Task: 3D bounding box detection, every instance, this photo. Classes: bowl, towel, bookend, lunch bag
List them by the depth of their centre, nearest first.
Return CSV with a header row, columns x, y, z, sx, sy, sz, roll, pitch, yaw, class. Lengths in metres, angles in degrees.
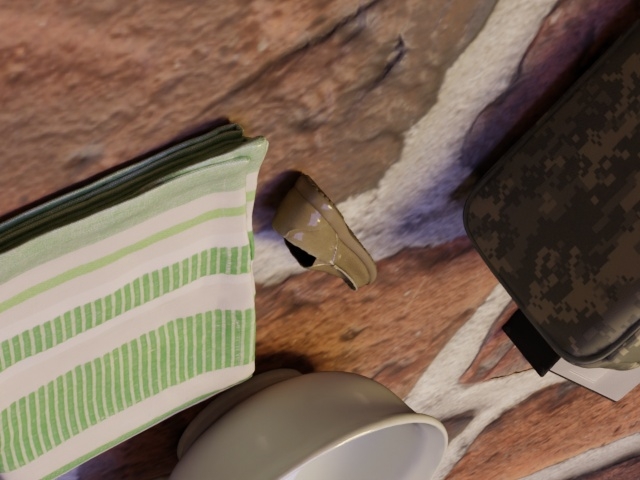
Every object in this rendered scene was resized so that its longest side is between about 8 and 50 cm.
x,y,z,sx,sy,sz,roll,pitch,yaw,class
-0.149,0.063,1.049,0.248,0.038,0.324,-26,151,-20,towel
0.311,-0.035,1.251,0.305,0.212,0.256,-48,151,22,lunch bag
-0.038,0.212,1.310,0.298,0.134,0.298,-28,152,-17,bowl
0.308,0.066,1.563,0.156,0.072,0.157,-1,137,-50,bookend

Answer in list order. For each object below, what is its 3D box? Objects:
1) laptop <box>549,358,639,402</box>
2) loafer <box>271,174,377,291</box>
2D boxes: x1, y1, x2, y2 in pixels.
x,y,z,sx,sy,sz,roll,pitch,yaw,class
0.529,0.122,1.736,0.408,0.236,0.382,-43,152,11,laptop
0.000,0.000,1.114,0.050,0.056,0.148,-36,143,0,loafer
